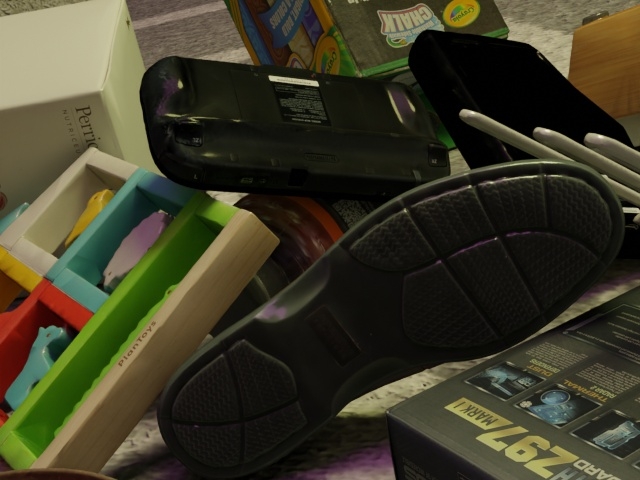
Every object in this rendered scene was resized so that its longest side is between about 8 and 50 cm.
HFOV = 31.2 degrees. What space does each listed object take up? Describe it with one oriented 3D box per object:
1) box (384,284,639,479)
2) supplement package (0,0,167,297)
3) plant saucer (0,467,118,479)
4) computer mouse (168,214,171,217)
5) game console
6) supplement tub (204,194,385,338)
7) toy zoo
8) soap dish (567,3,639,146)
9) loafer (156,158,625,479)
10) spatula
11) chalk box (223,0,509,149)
[{"bbox_3d":[0.167,0.100,0.491,0.183,0.059,0.232,-21,23,-27],"label":"box"},{"bbox_3d":[-0.286,-0.065,0.938,0.292,0.178,0.175,-10,35,3],"label":"supplement package"},{"bbox_3d":[-0.163,0.171,0.508,0.198,0.036,0.199,-9,21,4],"label":"plant saucer"},{"bbox_3d":[-0.205,-0.046,1.089,0.192,0.042,0.106,2,28,16],"label":"computer mouse"},{"bbox_3d":[0.056,-0.076,0.765,0.361,0.044,0.213,3,40,-25],"label":"game console"},{"bbox_3d":[0.000,0.000,0.770,0.106,0.106,0.198,6,26,38],"label":"supplement tub"},{"bbox_3d":[-0.164,0.034,0.737,0.192,0.030,0.293,-52,33,-12],"label":"toy zoo"},{"bbox_3d":[0.362,-0.171,0.919,0.228,0.118,0.290,-24,7,-30],"label":"soap dish"},{"bbox_3d":[0.033,0.033,0.620,0.267,0.096,0.084,-30,5,8],"label":"loafer"},{"bbox_3d":[0.198,-0.017,0.634,0.242,0.019,0.168,20,4,-26],"label":"spatula"},{"bbox_3d":[0.045,-0.205,1.111,0.180,0.289,0.179,-19,-11,-26],"label":"chalk box"}]
